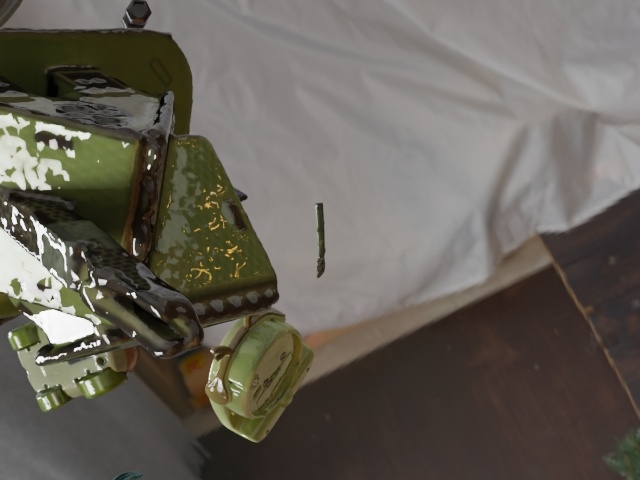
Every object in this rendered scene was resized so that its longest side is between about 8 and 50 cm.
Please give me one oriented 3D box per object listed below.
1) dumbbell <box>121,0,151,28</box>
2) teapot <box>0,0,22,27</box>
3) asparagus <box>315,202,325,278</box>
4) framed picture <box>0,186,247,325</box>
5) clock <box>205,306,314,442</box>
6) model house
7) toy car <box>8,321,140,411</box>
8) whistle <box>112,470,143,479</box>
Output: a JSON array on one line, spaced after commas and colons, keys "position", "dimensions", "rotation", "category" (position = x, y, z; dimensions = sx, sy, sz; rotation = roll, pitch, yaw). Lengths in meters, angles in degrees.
[{"position": [-0.282, -0.343, 1.680], "dimensions": [0.036, 0.040, 0.083], "rotation": [-27, 5, -15], "category": "dumbbell"}, {"position": [-0.502, -0.335, 1.115], "dimensions": [0.312, 0.315, 0.233], "rotation": [12, 72, 42], "category": "teapot"}, {"position": [0.000, 0.000, 1.619], "dimensions": [0.015, 0.014, 0.114], "rotation": [0, 78, -14], "category": "asparagus"}, {"position": [-0.266, -0.038, 1.070], "dimensions": [0.244, 0.013, 0.324], "rotation": [27, 37, 27], "category": "framed picture"}, {"position": [-0.127, 0.244, 2.158], "dimensions": [0.096, 0.308, 0.235], "rotation": [25, 67, 26], "category": "clock"}, {"position": [-0.100, 0.001, 0.657], "dimensions": [0.218, 0.205, 0.278], "rotation": [-11, 29, -41], "category": "model house"}, {"position": [-0.364, 0.162, 1.786], "dimensions": [0.235, 0.145, 0.235], "rotation": [-24, 4, 2], "category": "toy car"}, {"position": [-0.354, 0.498, 1.995], "dimensions": [0.186, 0.274, 0.093], "rotation": [52, 131, 37], "category": "whistle"}]
